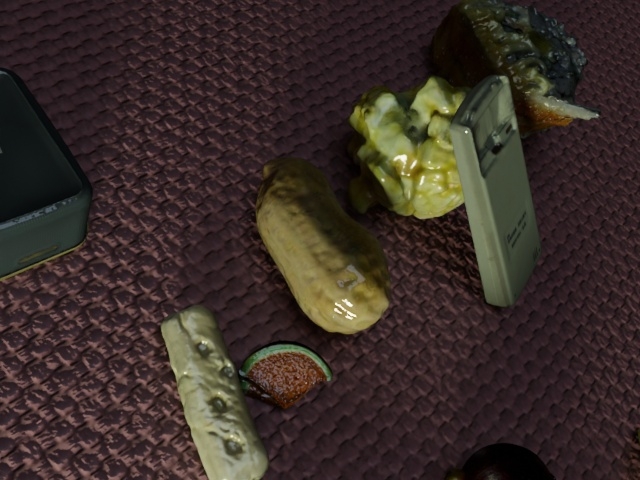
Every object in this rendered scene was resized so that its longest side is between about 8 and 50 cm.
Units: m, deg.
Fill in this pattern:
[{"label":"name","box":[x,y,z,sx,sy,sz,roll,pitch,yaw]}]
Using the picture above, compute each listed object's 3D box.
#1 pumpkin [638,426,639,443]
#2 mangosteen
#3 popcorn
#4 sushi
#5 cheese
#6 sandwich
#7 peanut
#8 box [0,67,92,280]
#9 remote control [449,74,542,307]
[{"label":"pumpkin","box":[0.501,0.290,0.921,0.217,0.217,0.110,-22,110,-33]},{"label":"mangosteen","box":[0.184,0.280,0.796,0.140,0.140,0.140,11,57,-18]},{"label":"popcorn","box":[0.117,-0.115,0.977,0.188,0.167,0.185,5,80,18]},{"label":"sushi","box":[0.283,-0.247,1.137,0.184,0.139,0.274,-6,61,-28]},{"label":"cheese","box":[-0.109,0.158,0.779,0.065,0.043,0.194,-15,70,-25]},{"label":"sandwich","box":[-0.043,0.143,0.828,0.101,0.026,0.069,-27,79,-31]},{"label":"peanut","box":[0.000,0.000,0.886,0.120,0.110,0.236,-23,64,-11]},{"label":"box","box":[-0.334,-0.073,0.786,0.144,0.090,0.201,-26,73,-34]},{"label":"remote control","box":[0.214,-0.056,0.936,0.038,0.285,0.123,8,46,36]}]
